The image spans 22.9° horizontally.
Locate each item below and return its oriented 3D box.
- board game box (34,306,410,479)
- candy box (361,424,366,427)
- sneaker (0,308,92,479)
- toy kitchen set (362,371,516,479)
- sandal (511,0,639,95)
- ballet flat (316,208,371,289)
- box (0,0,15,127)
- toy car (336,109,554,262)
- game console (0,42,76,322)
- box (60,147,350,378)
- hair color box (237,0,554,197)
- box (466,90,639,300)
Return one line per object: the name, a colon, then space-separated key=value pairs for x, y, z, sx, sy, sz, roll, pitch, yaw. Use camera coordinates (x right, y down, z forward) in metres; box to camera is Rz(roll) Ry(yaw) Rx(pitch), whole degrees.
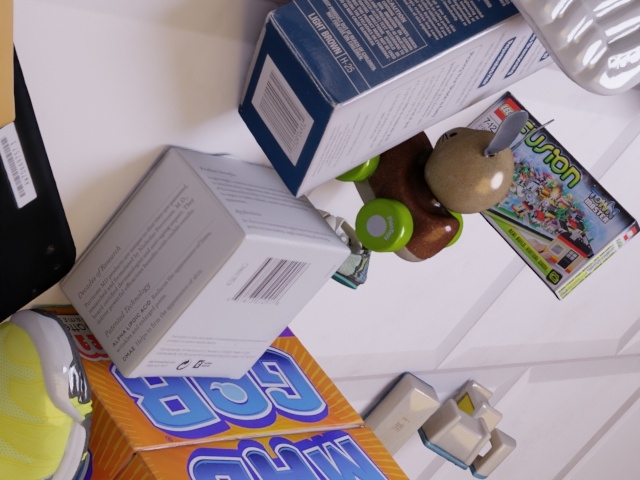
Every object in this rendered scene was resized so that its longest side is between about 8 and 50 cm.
board game box: x=-0.156 y=0.311 z=1.557 sx=0.356 sy=0.356 sz=0.356 roll=2 pitch=132 yaw=-54
candy box: x=-0.026 y=0.201 z=1.744 sx=0.109 sy=0.187 sz=0.053 roll=-50 pitch=153 yaw=19
sneaker: x=-0.331 y=0.196 z=1.336 sx=0.147 sy=0.145 sz=0.384 roll=-3 pitch=145 yaw=-50
toy kitchen set: x=0.148 y=0.248 z=2.195 sx=0.207 sy=0.166 sz=0.122 roll=34 pitch=108 yaw=-25
sandal: x=0.155 y=-0.283 z=1.228 sx=0.169 sy=0.102 sz=0.416 roll=-39 pitch=125 yaw=-16
ballet flat: x=0.000 y=0.000 z=1.624 sx=0.070 sy=0.070 sz=0.188 roll=-44 pitch=156 yaw=8
box: x=-0.349 y=-0.128 z=0.824 sx=0.345 sy=0.168 sz=0.215 roll=-25 pitch=151 yaw=-27
toy car: x=0.127 y=-0.079 z=1.503 sx=0.188 sy=0.149 sz=0.155 roll=-30 pitch=169 yaw=25
game console: x=-0.354 y=0.005 z=1.171 sx=0.342 sy=0.060 sz=0.386 roll=-37 pitch=155 yaw=-19
box: x=-0.104 y=0.026 z=1.445 sx=0.182 sy=0.119 sz=0.181 roll=-49 pitch=153 yaw=19
hair color box: x=0.107 y=-0.185 z=1.375 sx=0.347 sy=0.105 sz=0.174 roll=-28 pitch=166 yaw=-22
box: x=0.225 y=-0.049 z=1.662 sx=0.114 sy=0.207 sz=0.036 roll=-42 pitch=154 yaw=2
